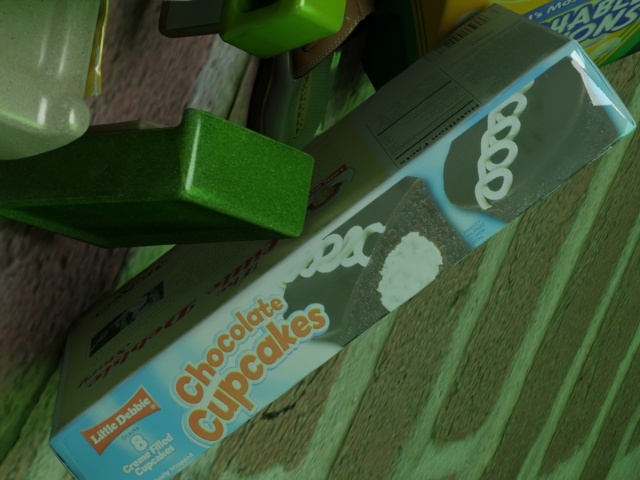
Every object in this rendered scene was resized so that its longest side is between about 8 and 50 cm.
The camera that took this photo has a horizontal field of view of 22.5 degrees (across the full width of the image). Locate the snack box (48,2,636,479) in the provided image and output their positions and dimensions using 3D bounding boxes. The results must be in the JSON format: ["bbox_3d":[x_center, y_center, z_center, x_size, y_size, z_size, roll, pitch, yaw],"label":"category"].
[{"bbox_3d":[0.000,0.000,0.859,0.322,0.060,0.187,-37,-166,4],"label":"snack box"}]

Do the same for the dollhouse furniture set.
[{"bbox_3d":[-0.141,-0.126,0.731,0.301,0.151,0.198,20,75,-47],"label":"dollhouse furniture set"}]

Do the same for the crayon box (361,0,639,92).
[{"bbox_3d":[0.141,-0.187,0.986,0.203,0.083,0.323,-23,162,-11],"label":"crayon box"}]

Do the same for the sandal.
[{"bbox_3d":[0.001,-0.131,1.000,0.090,0.060,0.219,-34,141,-47],"label":"sandal"}]
